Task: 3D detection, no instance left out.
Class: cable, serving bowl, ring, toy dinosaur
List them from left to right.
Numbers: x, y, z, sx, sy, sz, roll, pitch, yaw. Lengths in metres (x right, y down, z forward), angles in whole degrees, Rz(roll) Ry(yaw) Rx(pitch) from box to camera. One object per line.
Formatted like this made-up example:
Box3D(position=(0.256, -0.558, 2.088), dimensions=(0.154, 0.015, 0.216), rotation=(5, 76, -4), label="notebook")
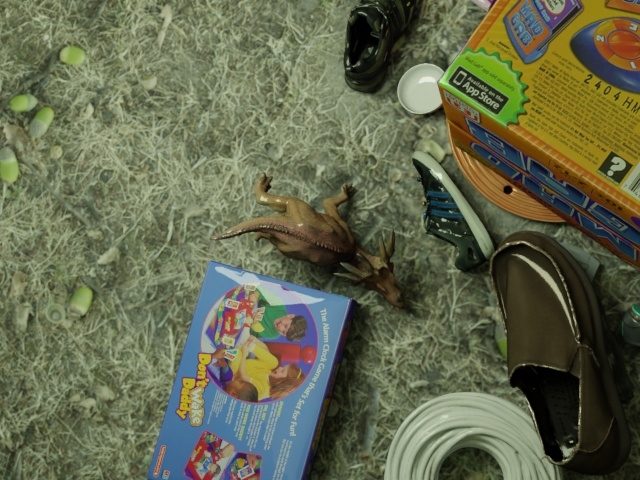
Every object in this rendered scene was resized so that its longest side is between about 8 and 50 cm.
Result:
Box3D(position=(0.000, 0.000, 1.408), dimensions=(0.200, 0.295, 0.127), rotation=(49, 123, 50), label="toy dinosaur")
Box3D(position=(0.165, -0.236, 1.505), dimensions=(0.083, 0.027, 0.083), rotation=(-5, 76, 20), label="serving bowl")
Box3D(position=(0.222, 0.350, 1.384), dimensions=(0.257, 0.089, 0.257), rotation=(-9, 80, 9), label="cable")
Box3D(position=(0.364, -0.192, 1.462), dimensions=(0.336, 0.032, 0.337), rotation=(-1, 83, 11), label="ring")

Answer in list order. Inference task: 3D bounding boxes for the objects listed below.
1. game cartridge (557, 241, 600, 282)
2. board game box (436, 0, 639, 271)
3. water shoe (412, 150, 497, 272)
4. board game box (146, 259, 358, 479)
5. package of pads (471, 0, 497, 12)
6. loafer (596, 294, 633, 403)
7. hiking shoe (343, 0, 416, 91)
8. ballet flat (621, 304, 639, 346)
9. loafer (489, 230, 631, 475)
Box3D(position=(0.377, 0.036, 1.440), dimensions=(0.083, 0.017, 0.056), rotation=(25, 90, 12), label="game cartridge")
Box3D(position=(0.413, -0.207, 1.254), dimensions=(0.356, 0.356, 0.356), rotation=(37, 92, 14), label="board game box")
Box3D(position=(0.186, -0.045, 1.455), dimensions=(0.080, 0.073, 0.203), rotation=(-35, 77, 5), label="water shoe")
Box3D(position=(-0.102, 0.229, 1.461), dimensions=(0.233, 0.078, 0.347), rotation=(15, 85, 11), label="board game box")
Box3D(position=(0.252, -0.406, 1.517), dimensions=(0.083, 0.032, 0.050), rotation=(39, 92, 13), label="package of pads")
Box3D(position=(0.417, 0.160, 1.399), dimensions=(0.061, 0.062, 0.170), rotation=(-5, 85, -14), label="loafer")
Box3D(position=(0.094, -0.351, 1.493), dimensions=(0.086, 0.114, 0.227), rotation=(16, 85, 11), label="hiking shoe")
Box3D(position=(0.533, 0.153, 1.375), dimensions=(0.203, 0.074, 0.074), rotation=(17, 85, 5), label="ballet flat")
Box3D(position=(0.327, 0.153, 1.340), dimensions=(0.134, 0.130, 0.366), rotation=(-34, 67, 38), label="loafer")
